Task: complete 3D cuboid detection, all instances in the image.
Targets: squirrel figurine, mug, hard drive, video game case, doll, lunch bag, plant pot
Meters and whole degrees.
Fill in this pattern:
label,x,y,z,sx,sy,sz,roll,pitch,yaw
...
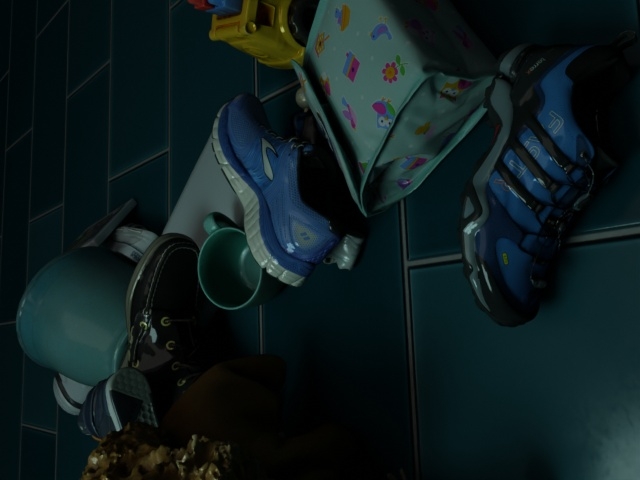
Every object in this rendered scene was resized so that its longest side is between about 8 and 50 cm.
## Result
label,x,y,z,sx,sy,sz,roll,pitch,yaw
squirrel figurine,-0.070,0.336,0.730,0.371,0.397,0.281,25,96,36
mug,-0.120,0.030,1.020,0.130,0.097,0.157,-2,89,30
hard drive,-0.192,-0.045,1.167,0.353,0.047,0.233,-56,48,28
video game case,-0.526,-0.011,1.447,0.173,0.022,0.190,-27,23,27
doll,-0.019,-0.147,0.978,0.129,0.046,0.188,3,91,48
lunch bag,0.071,-0.186,0.799,0.223,0.160,0.262,65,145,25
plant pot,-0.407,0.178,1.246,0.255,0.272,0.271,20,101,33

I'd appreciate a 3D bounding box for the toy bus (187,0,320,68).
label,x,y,z,sx,sy,sz,roll,pitch,yaw
toy bus,-0.100,-0.402,0.979,0.149,0.212,0.220,14,95,51

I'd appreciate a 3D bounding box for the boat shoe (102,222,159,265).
label,x,y,z,sx,sy,sz,roll,pitch,yaw
boat shoe,-0.421,0.005,1.409,0.258,0.095,0.084,14,66,54

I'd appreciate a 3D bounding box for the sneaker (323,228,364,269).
label,x,y,z,sx,sy,sz,roll,pitch,yaw
sneaker,0.000,0.000,0.935,0.152,0.054,0.061,25,107,47

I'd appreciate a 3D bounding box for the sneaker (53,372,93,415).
label,x,y,z,sx,sy,sz,roll,pitch,yaw
sneaker,-0.596,0.224,1.542,0.210,0.137,0.365,-50,56,32

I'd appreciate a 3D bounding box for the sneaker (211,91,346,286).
label,x,y,z,sx,sy,sz,roll,pitch,yaw
sneaker,-0.048,-0.099,0.904,0.147,0.130,0.330,-36,58,18

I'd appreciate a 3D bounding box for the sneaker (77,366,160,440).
label,x,y,z,sx,sy,sz,roll,pitch,yaw
sneaker,-0.302,0.317,0.962,0.163,0.086,0.226,-27,72,47

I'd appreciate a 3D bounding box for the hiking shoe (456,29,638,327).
label,x,y,z,sx,sy,sz,roll,pitch,yaw
hiking shoe,0.226,-0.058,0.633,0.132,0.113,0.303,8,92,50

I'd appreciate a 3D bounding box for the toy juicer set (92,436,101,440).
label,x,y,z,sx,sy,sz,roll,pitch,yaw
toy juicer set,-0.440,0.403,1.314,0.209,0.090,0.328,158,115,-76

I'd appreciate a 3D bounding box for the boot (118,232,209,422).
label,x,y,z,sx,sy,sz,roll,pitch,yaw
boot,-0.218,0.200,1.031,0.284,0.138,0.377,24,100,46
